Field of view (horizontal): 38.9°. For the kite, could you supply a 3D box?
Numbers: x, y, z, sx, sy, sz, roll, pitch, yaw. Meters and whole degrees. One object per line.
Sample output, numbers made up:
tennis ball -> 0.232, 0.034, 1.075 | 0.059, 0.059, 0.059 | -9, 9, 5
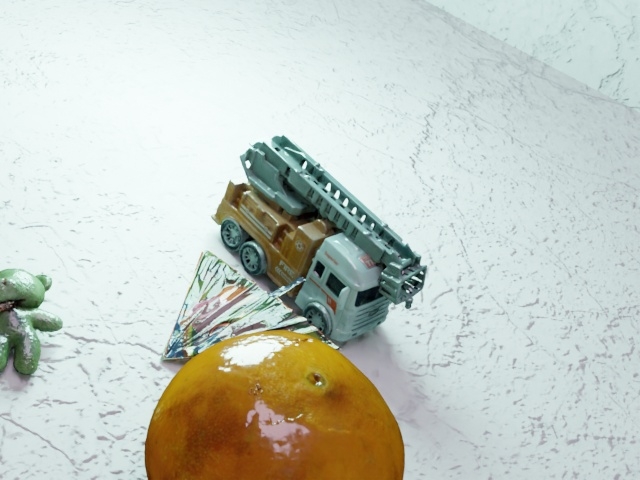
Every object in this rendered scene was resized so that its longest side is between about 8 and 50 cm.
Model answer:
kite -> -0.121, 0.103, 1.228 | 0.234, 0.016, 0.321 | -31, 40, -26

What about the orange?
orange -> -0.045, 0.227, 0.975 | 0.284, 0.226, 0.284 | 20, 35, -15

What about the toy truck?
toy truck -> 0.000, 0.000, 1.328 | 0.133, 0.184, 0.338 | -20, 53, -43

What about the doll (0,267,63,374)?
doll -> -0.374, 0.094, 1.105 | 0.115, 0.077, 0.150 | -3, 53, -16
